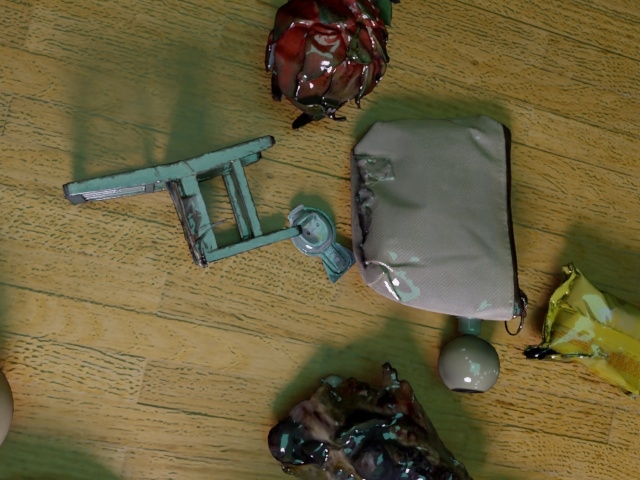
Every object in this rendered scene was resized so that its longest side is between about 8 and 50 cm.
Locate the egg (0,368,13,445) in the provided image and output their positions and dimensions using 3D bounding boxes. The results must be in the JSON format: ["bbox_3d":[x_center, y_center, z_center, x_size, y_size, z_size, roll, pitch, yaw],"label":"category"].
[{"bbox_3d":[-0.489,0.198,0.844,0.241,0.186,0.186,8,88,-12],"label":"egg"}]

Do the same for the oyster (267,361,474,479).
[{"bbox_3d":[0.091,0.357,1.003,0.221,0.096,0.361,-33,92,13],"label":"oyster"}]

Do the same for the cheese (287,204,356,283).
[{"bbox_3d":[0.000,0.000,1.046,0.067,0.026,0.121,-43,99,-10],"label":"cheese"}]

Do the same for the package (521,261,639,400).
[{"bbox_3d":[0.436,0.146,1.119,0.226,0.090,0.168,25,87,-10],"label":"package"}]

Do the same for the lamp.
[{"bbox_3d":[0.224,0.144,1.077,0.090,0.091,0.163,12,72,-13],"label":"lamp"}]

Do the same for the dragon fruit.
[{"bbox_3d":[0.012,-0.262,0.981,0.182,0.182,0.189,22,66,-13],"label":"dragon fruit"}]

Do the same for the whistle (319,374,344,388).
[{"bbox_3d":[0.042,0.225,1.051,0.100,0.035,0.035,28,83,-13],"label":"whistle"}]

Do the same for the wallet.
[{"bbox_3d":[0.176,-0.036,1.050,0.274,0.068,0.336,6,72,-15],"label":"wallet"}]

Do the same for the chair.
[{"bbox_3d":[-0.178,-0.032,0.946,0.270,0.136,0.147,-17,92,-15],"label":"chair"}]
